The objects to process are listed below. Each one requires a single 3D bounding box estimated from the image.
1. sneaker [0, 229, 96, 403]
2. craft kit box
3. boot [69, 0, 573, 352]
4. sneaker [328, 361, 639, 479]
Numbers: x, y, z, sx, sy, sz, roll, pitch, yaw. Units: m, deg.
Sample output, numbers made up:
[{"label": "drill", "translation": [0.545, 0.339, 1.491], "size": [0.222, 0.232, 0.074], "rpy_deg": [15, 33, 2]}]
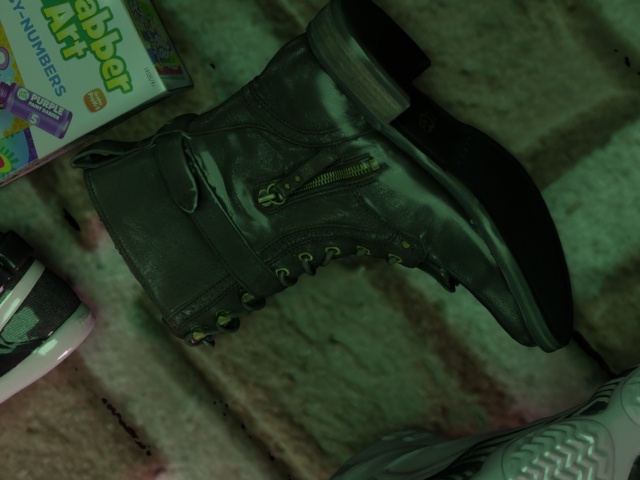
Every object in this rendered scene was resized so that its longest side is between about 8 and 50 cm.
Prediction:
[{"label": "sneaker", "translation": [-0.261, 0.069, 1.098], "size": [0.217, 0.079, 0.121], "rpy_deg": [-37, 101, 8]}, {"label": "craft kit box", "translation": [-0.243, -0.149, 1.081], "size": [0.246, 0.061, 0.250], "rpy_deg": [-27, 91, 15]}, {"label": "boot", "translation": [0.000, 0.000, 1.029], "size": [0.229, 0.091, 0.263], "rpy_deg": [-36, 93, 27]}, {"label": "sneaker", "translation": [0.140, 0.141, 0.982], "size": [0.366, 0.210, 0.137], "rpy_deg": [-22, 94, -17]}]
